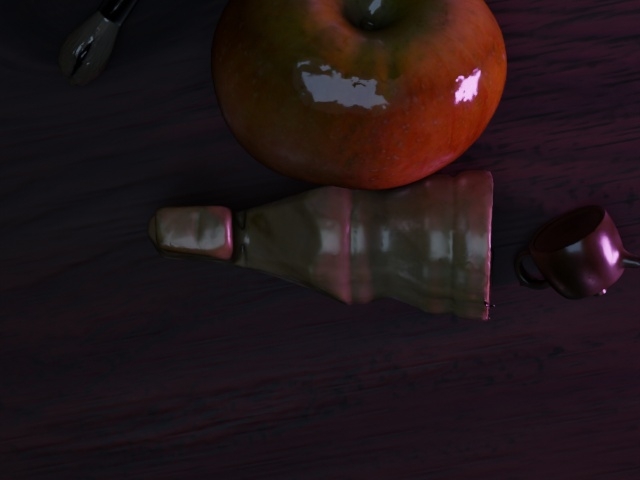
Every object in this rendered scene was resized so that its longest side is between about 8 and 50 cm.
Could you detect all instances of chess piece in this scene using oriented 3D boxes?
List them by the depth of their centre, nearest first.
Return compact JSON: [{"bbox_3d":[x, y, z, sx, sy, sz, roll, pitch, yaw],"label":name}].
[{"bbox_3d":[0.000,0.000,1.690,0.301,0.137,0.137,2,103,6],"label":"chess piece"}]

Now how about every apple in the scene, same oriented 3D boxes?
[{"bbox_3d":[0.029,-0.135,1.619,0.235,0.210,0.173,20,140,8],"label":"apple"}]

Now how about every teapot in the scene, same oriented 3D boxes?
[{"bbox_3d":[0.220,0.020,1.708,0.121,0.076,0.068,-16,113,34],"label":"teapot"}]

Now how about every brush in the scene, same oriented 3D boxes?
[{"bbox_3d":[-0.134,-0.257,1.679,0.042,0.039,0.299,22,107,-46],"label":"brush"}]
